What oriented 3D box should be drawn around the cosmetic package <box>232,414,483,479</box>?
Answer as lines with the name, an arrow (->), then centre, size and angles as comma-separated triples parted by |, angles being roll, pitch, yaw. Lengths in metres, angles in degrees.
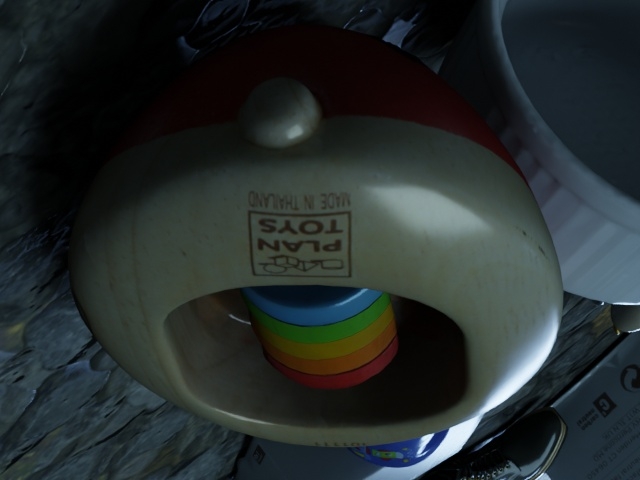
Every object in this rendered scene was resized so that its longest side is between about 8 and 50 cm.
cosmetic package -> 0.038, 0.200, 1.813 | 0.238, 0.107, 0.127 | -32, 161, -28

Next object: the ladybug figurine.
ladybug figurine -> 0.000, 0.000, 1.164 | 0.305, 0.162, 0.449 | 1, 156, 2

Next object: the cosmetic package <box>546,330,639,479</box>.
cosmetic package -> 0.537, 0.286, 2.512 | 0.329, 0.327, 0.393 | -44, 158, 14

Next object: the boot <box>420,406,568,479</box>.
boot -> 0.214, 0.282, 2.326 | 0.198, 0.077, 0.137 | -45, 154, 12

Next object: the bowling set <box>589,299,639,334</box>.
bowling set -> 0.356, -0.064, 1.728 | 0.200, 0.154, 0.287 | -20, 152, -41

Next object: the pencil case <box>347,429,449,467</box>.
pencil case -> 0.059, 0.098, 1.618 | 0.119, 0.133, 0.306 | 6, 157, 7

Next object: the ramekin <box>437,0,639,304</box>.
ramekin -> 0.211, -0.090, 1.281 | 0.277, 0.277, 0.135 | -24, 162, -35
